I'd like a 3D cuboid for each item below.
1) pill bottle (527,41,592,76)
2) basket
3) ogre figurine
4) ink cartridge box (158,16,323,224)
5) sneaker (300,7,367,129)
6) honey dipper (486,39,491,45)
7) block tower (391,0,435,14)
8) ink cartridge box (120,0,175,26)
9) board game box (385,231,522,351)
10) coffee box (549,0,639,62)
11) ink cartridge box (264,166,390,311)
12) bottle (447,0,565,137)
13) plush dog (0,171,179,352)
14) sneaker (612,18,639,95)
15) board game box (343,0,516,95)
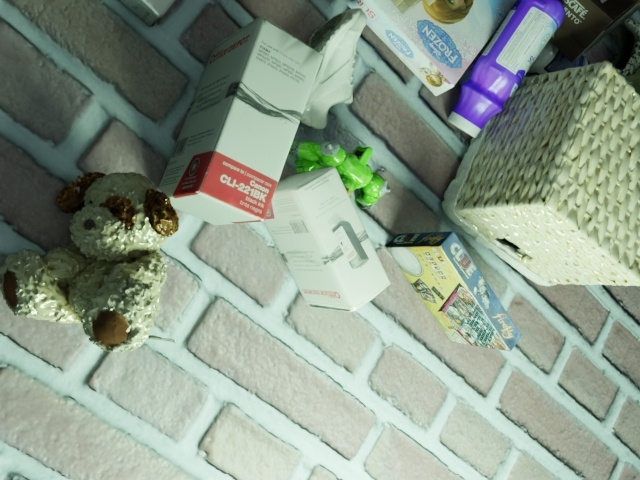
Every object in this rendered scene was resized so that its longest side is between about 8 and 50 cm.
[{"bbox_3d":[0.477,-0.374,1.456,0.169,0.094,0.094,29,76,-26],"label":"pill bottle"},{"bbox_3d":[0.476,-0.113,1.356,0.328,0.266,0.331,33,75,-25],"label":"basket"},{"bbox_3d":[0.036,-0.118,1.195,0.097,0.118,0.197,-44,108,-22],"label":"ogre figurine"},{"bbox_3d":[-0.127,-0.170,1.061,0.114,0.197,0.273,23,78,-28],"label":"ink cartridge box"},{"bbox_3d":[0.021,-0.293,1.218,0.115,0.090,0.232,37,81,-30],"label":"sneaker"},{"bbox_3d":[0.338,-0.400,1.417,0.160,0.030,0.030,27,77,-26],"label":"honey dipper"},{"bbox_3d":[0.098,-0.543,1.181,0.097,0.091,0.335,-42,100,-20],"label":"block tower"},{"bbox_3d":[-0.267,-0.510,1.070,0.239,0.060,0.275,39,72,-21],"label":"ink cartridge box"},{"bbox_3d":[0.240,0.091,1.276,0.042,0.165,0.243,-43,109,-23],"label":"board game box"},{"bbox_3d":[0.552,-0.504,1.425,0.168,0.119,0.297,47,53,6],"label":"coffee box"},{"bbox_3d":[0.000,0.000,1.149,0.092,0.158,0.218,-31,104,-26],"label":"ink cartridge box"},{"bbox_3d":[0.346,-0.331,1.330,0.092,0.118,0.283,35,102,12],"label":"bottle"},{"bbox_3d":[-0.281,0.015,0.984,0.210,0.262,0.225,8,95,-61],"label":"plush dog"},{"bbox_3d":[0.678,-0.312,1.557,0.182,0.158,0.410,19,74,-14],"label":"sneaker"},{"bbox_3d":[0.204,-0.493,1.305,0.318,0.066,0.318,41,71,-14],"label":"board game box"}]
